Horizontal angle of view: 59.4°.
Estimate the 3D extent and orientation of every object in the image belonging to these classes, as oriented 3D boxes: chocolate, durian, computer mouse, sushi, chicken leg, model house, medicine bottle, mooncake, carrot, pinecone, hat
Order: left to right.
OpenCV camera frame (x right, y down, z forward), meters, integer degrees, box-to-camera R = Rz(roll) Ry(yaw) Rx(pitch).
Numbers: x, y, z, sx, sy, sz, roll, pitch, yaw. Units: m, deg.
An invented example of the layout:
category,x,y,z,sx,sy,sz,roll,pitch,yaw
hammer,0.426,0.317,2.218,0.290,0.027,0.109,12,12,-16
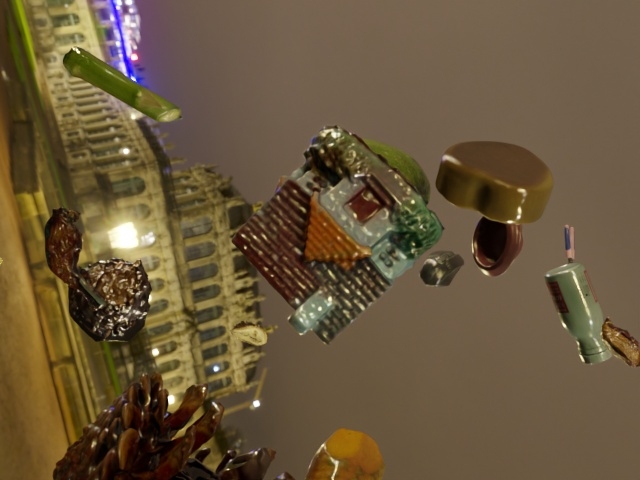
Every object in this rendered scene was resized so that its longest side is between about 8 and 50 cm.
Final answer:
category,x,y,z,sx,sy,sz,roll,pitch,yaw
chicken leg,-0.569,0.048,1.288,0.051,0.106,0.253,-64,136,-78
chocolate,-0.524,0.131,1.458,0.177,0.206,0.224,-31,-119,42
pinecone,-0.148,0.288,0.629,0.292,0.246,0.246,33,-13,-17
durian,-0.221,0.285,1.747,0.052,0.130,0.066,8,-106,63
model house,0.000,0.000,1.201,0.360,0.339,0.297,47,-24,6
carrot,0.007,0.411,0.800,0.114,0.302,0.114,12,-52,17
computer mouse,0.381,0.078,1.765,0.106,0.192,0.062,26,-45,30
mooncake,0.376,-0.128,1.206,0.235,0.235,0.117,51,-38,47
hat,0.507,0.001,1.570,0.205,0.089,0.205,-172,-90,-70
medicine bottle,0.583,0.164,1.263,0.216,0.090,0.090,69,-21,1
sushi,0.541,0.185,1.004,0.099,0.047,0.050,50,2,23

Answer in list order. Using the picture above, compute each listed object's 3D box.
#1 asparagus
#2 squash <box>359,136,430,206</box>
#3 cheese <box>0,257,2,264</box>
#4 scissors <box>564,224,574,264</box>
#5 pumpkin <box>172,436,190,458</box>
category,x,y,z,sx,sy,sz,roll,pitch,yaw
asparagus,-0.436,-0.336,1.236,0.060,0.278,0.067,-59,176,21
squash,0.172,-0.165,1.583,0.309,0.310,0.310,-1,-76,52
cheese,-0.821,0.049,1.301,0.064,0.157,0.250,60,-41,16
scissors,0.627,0.018,1.410,0.012,0.039,0.113,-11,-109,47
pumpkin,-0.533,0.638,1.627,0.190,0.281,0.139,82,13,-79
